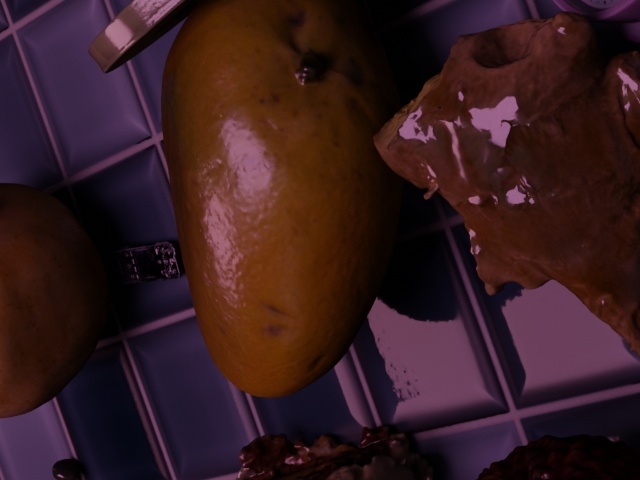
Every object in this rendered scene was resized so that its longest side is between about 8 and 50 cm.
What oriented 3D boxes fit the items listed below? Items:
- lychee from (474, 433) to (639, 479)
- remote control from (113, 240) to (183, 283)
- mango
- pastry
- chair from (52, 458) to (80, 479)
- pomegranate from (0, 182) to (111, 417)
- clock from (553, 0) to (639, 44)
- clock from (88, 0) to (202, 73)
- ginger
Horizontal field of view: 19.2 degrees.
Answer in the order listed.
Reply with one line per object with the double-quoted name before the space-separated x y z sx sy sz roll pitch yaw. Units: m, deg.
"lychee" 0.187 0.268 1.395 0.236 0.236 0.271 -2 126 48
"remote control" -0.167 0.021 1.848 0.096 0.014 0.039 -6 100 48
"mango" -0.040 -0.037 1.528 0.253 0.182 0.364 -121 34 -57
"pastry" -0.025 0.277 1.634 0.256 0.237 0.170 -18 102 49
"chair" -0.288 0.540 1.948 0.365 0.362 0.410 31 131 37
"pomegranate" -0.320 0.057 1.884 0.233 0.233 0.233 21 119 42
"clock" 0.220 -0.203 1.303 0.110 0.050 0.153 60 139 12
"clock" -0.090 -0.215 1.504 0.029 0.235 0.235 51 139 -5
"ginger" 0.181 -0.038 1.363 0.270 0.123 0.219 45 120 -6
